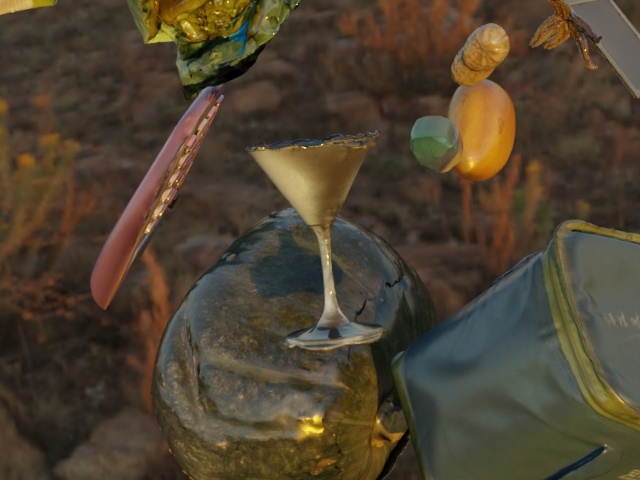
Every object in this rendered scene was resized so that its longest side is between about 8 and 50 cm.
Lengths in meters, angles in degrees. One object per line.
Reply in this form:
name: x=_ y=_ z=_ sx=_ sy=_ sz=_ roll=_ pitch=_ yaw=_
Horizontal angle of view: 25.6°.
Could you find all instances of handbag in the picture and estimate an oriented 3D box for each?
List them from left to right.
handbag: x=0.230 y=0.133 z=1.251 sx=0.263 sy=0.222 sz=0.241 roll=11 pitch=-36 yaw=-34

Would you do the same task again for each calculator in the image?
calculator: x=-0.186 y=-0.066 z=1.628 sx=0.043 sy=0.294 sz=0.194 roll=30 pitch=31 yaw=-3

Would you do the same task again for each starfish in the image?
starfish: x=0.320 y=-0.286 z=1.832 sx=0.133 sy=0.130 sz=0.041 roll=20 pitch=62 yaw=41

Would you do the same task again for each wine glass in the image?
wine glass: x=0.000 y=0.000 z=1.221 sx=0.122 sy=0.183 sz=0.122 roll=-5 pitch=5 yaw=0

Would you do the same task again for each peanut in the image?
peanut: x=0.185 y=-0.215 z=1.641 sx=0.054 sy=0.054 sz=0.113 roll=-19 pitch=-13 yaw=-21

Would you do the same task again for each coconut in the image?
coconut: x=0.167 y=-0.139 z=2.034 sx=0.083 sy=0.082 sz=0.081 roll=21 pitch=40 yaw=-8

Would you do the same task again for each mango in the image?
mango: x=0.269 y=-0.184 z=2.407 sx=0.112 sy=0.145 sz=0.219 roll=-10 pitch=40 yaw=28

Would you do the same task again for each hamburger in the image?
hamburger: x=-0.134 y=-0.299 z=1.445 sx=0.150 sy=0.260 sz=0.276 roll=8 pitch=49 yaw=-37

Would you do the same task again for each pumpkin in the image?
pumpkin: x=-0.020 y=0.137 z=1.471 sx=0.257 sy=0.291 sz=0.328 roll=21 pitch=66 yaw=25

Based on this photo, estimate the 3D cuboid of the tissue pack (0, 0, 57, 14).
tissue pack: x=-0.300 y=-0.305 z=0.989 sx=0.167 sy=0.275 sz=0.200 roll=-17 pitch=31 yaw=-20

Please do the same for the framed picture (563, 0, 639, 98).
framed picture: x=0.444 y=-0.289 z=2.084 sx=0.142 sy=0.183 sz=0.011 roll=-20 pitch=-20 yaw=-50
